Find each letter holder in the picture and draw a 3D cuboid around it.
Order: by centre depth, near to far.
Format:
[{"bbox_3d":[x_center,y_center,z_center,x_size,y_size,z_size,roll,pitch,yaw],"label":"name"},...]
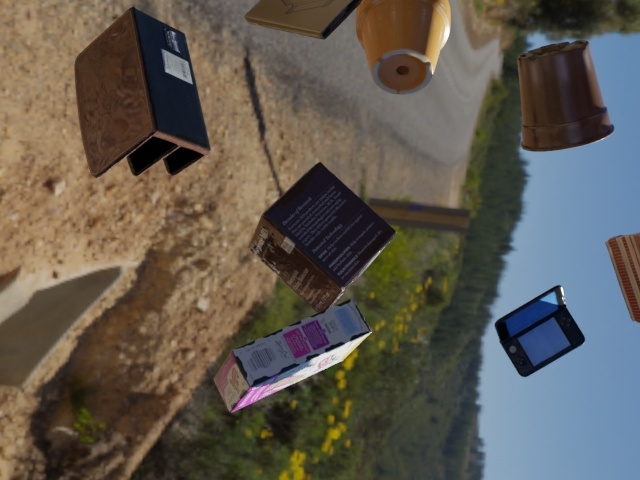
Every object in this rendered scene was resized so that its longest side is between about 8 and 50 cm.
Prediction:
[{"bbox_3d":[-0.376,-0.278,1.749,0.152,0.214,0.302,17,51,-51],"label":"letter holder"}]

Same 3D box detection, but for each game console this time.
[{"bbox_3d":[0.409,0.170,1.580,0.124,0.144,0.085,60,1,8],"label":"game console"}]

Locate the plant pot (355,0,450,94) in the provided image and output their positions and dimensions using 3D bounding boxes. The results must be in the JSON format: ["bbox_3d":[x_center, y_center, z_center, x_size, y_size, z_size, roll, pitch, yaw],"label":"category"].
[{"bbox_3d":[0.172,-0.418,1.796,0.205,0.205,0.188,86,8,-54],"label":"plant pot"}]

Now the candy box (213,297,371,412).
[{"bbox_3d":[-0.049,0.193,1.419,0.071,0.233,0.159,60,-27,15],"label":"candy box"}]

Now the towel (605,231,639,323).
[{"bbox_3d":[0.789,0.097,2.087,0.329,0.037,0.237,27,46,-85],"label":"towel"}]

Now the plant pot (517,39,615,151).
[{"bbox_3d":[0.427,-0.262,1.517,0.167,0.167,0.165,-65,142,-70],"label":"plant pot"}]

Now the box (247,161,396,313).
[{"bbox_3d":[0.000,0.000,1.612,0.167,0.203,0.168,-46,174,-26],"label":"box"}]

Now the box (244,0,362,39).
[{"bbox_3d":[-0.021,-0.447,1.590,0.164,0.201,0.021,-50,139,-22],"label":"box"}]
